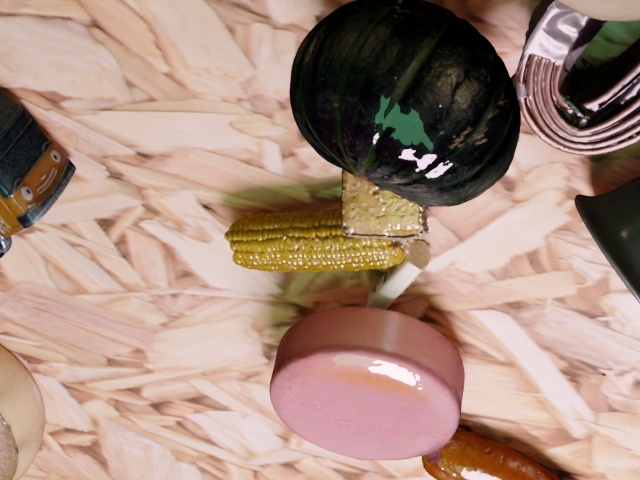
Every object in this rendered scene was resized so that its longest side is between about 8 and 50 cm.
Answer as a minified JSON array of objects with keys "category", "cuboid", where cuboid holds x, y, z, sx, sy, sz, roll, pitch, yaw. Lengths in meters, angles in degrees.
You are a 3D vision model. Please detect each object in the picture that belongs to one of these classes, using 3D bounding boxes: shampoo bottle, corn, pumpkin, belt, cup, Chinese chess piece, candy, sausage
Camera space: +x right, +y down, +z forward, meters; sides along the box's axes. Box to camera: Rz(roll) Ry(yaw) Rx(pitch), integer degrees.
[{"category":"shampoo bottle","cuboid":[0.085,0.057,1.848,0.034,0.049,0.141,30,132,-12]},{"category":"corn","cuboid":[0.000,0.000,1.808,0.238,0.080,0.080,-5,124,19]},{"category":"pumpkin","cuboid":[0.094,-0.147,1.556,0.250,0.216,0.250,30,156,15]},{"category":"belt","cuboid":[0.309,-0.209,1.544,0.184,0.105,0.261,38,128,-11]},{"category":"cup","cuboid":[0.392,-0.010,1.641,0.150,0.199,0.199,-37,110,15]},{"category":"Chinese chess piece","cuboid":[-0.522,0.246,2.124,0.270,0.112,0.270,8,127,10]},{"category":"candy","cuboid":[0.064,0.186,1.893,0.255,0.094,0.255,7,141,5]},{"category":"sausage","cuboid":[0.269,0.335,1.982,0.302,0.076,0.103,36,127,-11]}]

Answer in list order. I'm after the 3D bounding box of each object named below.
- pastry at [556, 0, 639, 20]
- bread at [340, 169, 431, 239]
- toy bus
[{"category":"pastry","cuboid":[0.275,-0.331,1.392,0.264,0.133,0.265,-1,89,26]},{"category":"bread","cuboid":[0.077,-0.066,1.719,0.106,0.082,0.125,1,98,24]},{"category":"toy bus","cuboid":[-0.453,-0.056,1.863,0.275,0.138,0.167,-24,115,32]}]
